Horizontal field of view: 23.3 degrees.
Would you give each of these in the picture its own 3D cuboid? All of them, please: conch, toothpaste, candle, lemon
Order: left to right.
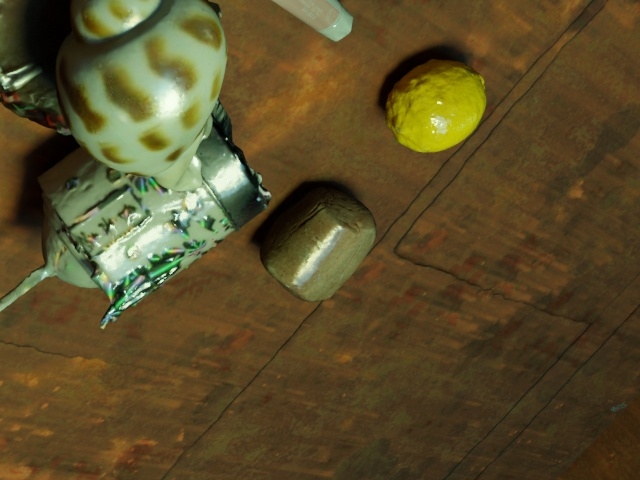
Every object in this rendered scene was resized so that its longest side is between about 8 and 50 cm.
[{"bbox_3d":[-0.218,-0.027,1.697,0.330,0.187,0.187,-37,148,-3],"label":"candle"},{"bbox_3d":[-0.160,-0.159,1.384,0.148,0.183,0.275,5,134,-7],"label":"conch"},{"bbox_3d":[-0.031,-0.280,1.726,0.067,0.043,0.194,-44,142,10],"label":"toothpaste"},{"bbox_3d":[0.149,-0.173,1.977,0.155,0.114,0.114,-32,149,-36],"label":"lemon"}]

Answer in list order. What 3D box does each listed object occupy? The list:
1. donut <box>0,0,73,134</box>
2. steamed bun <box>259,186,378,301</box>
[{"bbox_3d":[-0.221,-0.263,1.455,0.259,0.136,0.345,11,121,-50],"label":"donut"},{"bbox_3d":[0.000,0.000,2.045,0.145,0.106,0.175,-52,161,8],"label":"steamed bun"}]
